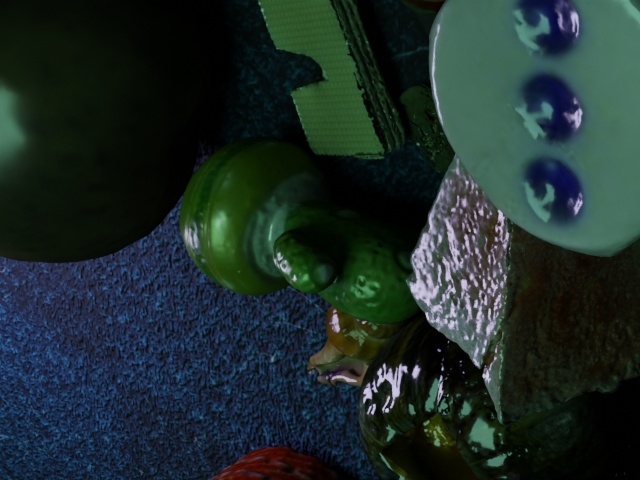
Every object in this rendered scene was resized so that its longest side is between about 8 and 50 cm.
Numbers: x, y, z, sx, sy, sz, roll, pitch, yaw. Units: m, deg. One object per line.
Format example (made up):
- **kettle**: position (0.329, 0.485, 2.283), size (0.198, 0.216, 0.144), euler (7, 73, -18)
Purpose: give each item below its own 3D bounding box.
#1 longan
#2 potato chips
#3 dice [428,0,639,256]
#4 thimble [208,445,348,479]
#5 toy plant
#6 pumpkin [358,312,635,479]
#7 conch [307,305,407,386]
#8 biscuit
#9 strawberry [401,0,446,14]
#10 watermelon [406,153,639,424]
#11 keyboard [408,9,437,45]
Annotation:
- **longan**: position (-0.315, -0.158, 1.785), size (0.336, 0.404, 0.404), euler (-107, 20, -46)
- **potato chips**: position (0.143, -0.099, 1.549), size (0.209, 0.026, 0.142), euler (43, 158, 35)
- **dice**: position (0.263, -0.157, 1.232), size (0.251, 0.243, 0.259), euler (52, 145, 6)
- **thimble**: position (-0.061, 0.457, 2.019), size (0.350, 0.230, 0.350), euler (26, 131, 33)
- **toy plant**: position (0.000, 0.000, 1.650), size (0.316, 0.224, 0.184), euler (20, 108, 40)
- **pumpkin**: position (0.186, 0.213, 1.606), size (0.320, 0.192, 0.320), euler (27, 135, 30)
- **conch**: position (0.048, 0.116, 1.789), size (0.109, 0.093, 0.330), euler (37, 162, -2)
- **biscuit**: position (0.002, -0.207, 1.625), size (0.147, 0.046, 0.250), euler (2, 118, 57)
- **strawberry**: position (0.060, -0.353, 1.331), size (0.257, 0.257, 0.277), euler (12, 93, 43)
- **watermelon**: position (0.215, 0.036, 1.418), size (0.310, 0.232, 0.193), euler (38, -166, -48)
- **keyboard**: position (0.150, -0.187, 1.504), size (0.093, 0.025, 0.230), euler (-24, 96, 51)
